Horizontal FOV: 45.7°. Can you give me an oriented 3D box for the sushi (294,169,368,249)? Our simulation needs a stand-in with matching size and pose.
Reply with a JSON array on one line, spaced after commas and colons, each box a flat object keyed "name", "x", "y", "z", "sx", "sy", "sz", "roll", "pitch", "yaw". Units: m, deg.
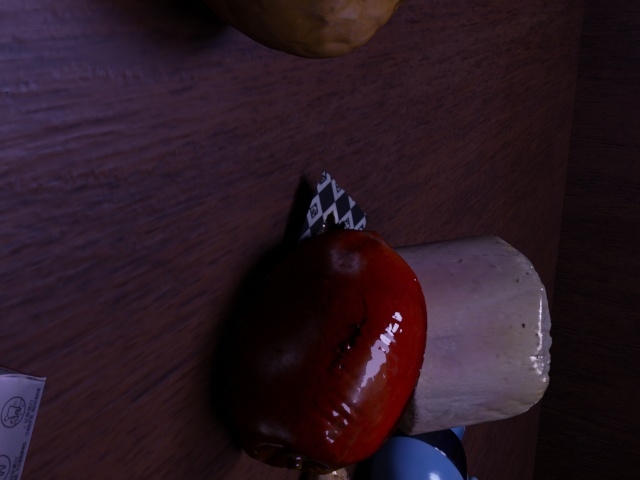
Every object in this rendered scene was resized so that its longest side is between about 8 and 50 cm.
[{"name": "sushi", "x": 0.000, "y": 0.000, "z": 0.833, "sx": 0.126, "sy": 0.026, "sz": 0.120, "roll": 40, "pitch": 67, "yaw": -56}]

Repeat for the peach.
[{"name": "peach", "x": 0.025, "y": 0.088, "z": 0.732, "sx": 0.267, "sy": 0.154, "sz": 0.158, "roll": -54, "pitch": 141, "yaw": -28}]

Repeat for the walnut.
[{"name": "walnut", "x": -0.009, "y": -0.235, "z": 0.543, "sx": 0.222, "sy": 0.195, "sz": 0.195, "roll": 40, "pitch": 62, "yaw": -64}]

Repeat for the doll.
[{"name": "doll", "x": 0.153, "y": 0.344, "z": 1.154, "sx": 0.177, "sy": 0.141, "sz": 0.314, "roll": 57, "pitch": 26, "yaw": -12}]

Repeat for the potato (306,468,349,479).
[{"name": "potato", "x": 0.005, "y": 0.310, "z": 0.921, "sx": 0.068, "sy": 0.062, "sz": 0.083, "roll": 21, "pitch": 100, "yaw": -50}]

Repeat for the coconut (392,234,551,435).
[{"name": "coconut", "x": 0.135, "y": 0.114, "z": 0.923, "sx": 0.239, "sy": 0.244, "sz": 0.239, "roll": 175, "pitch": -90, "yaw": -88}]

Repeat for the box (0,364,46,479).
[{"name": "box", "x": -0.206, "y": 0.174, "z": 0.410, "sx": 0.039, "sy": 0.055, "sz": 0.218, "roll": 26, "pitch": 74, "yaw": -63}]

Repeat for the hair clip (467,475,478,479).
[{"name": "hair clip", "x": 0.297, "y": 0.576, "z": 1.325, "sx": 0.392, "sy": 0.239, "sz": 0.318, "roll": 74, "pitch": 37, "yaw": -80}]
